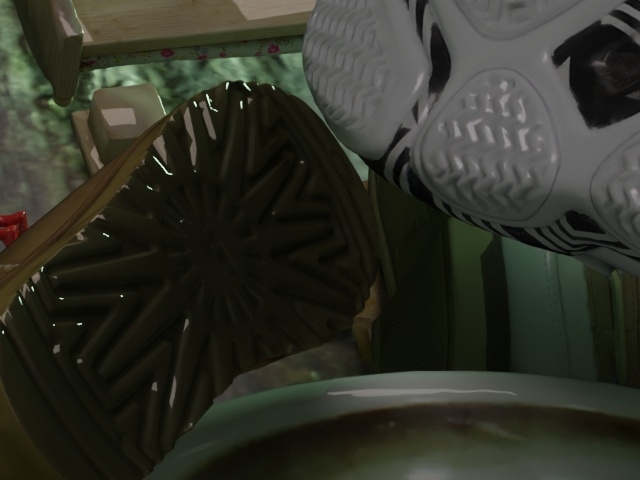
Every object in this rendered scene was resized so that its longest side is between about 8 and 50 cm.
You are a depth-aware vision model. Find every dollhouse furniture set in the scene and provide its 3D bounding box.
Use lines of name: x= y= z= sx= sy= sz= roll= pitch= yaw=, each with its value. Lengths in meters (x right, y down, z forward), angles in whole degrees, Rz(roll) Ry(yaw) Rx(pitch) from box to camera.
dollhouse furniture set: x=-0.048 y=-0.154 z=1.179 sx=0.303 sy=0.174 sz=0.355 roll=-8 pitch=56 yaw=-21

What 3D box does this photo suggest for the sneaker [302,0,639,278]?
sneaker: x=0.158 y=-0.007 z=0.717 sx=0.366 sy=0.210 sz=0.137 roll=24 pitch=74 yaw=43

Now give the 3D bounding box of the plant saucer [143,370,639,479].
plant saucer: x=0.066 y=0.185 z=0.554 sx=0.400 sy=0.100 sz=0.400 roll=3 pitch=30 yaw=-2

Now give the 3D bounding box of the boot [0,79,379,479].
boot: x=-0.137 y=0.050 z=0.644 sx=0.269 sy=0.089 sz=0.236 roll=-24 pitch=6 yaw=33

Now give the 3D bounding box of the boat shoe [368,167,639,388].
boat shoe: x=0.087 y=-0.019 z=0.860 sx=0.103 sy=0.113 sz=0.302 roll=17 pitch=55 yaw=-17

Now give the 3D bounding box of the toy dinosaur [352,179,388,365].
toy dinosaur: x=0.000 y=0.000 z=0.915 sx=0.093 sy=0.053 sz=0.183 roll=-20 pitch=38 yaw=-34

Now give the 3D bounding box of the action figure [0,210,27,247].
action figure: x=-0.197 y=0.002 z=0.905 sx=0.115 sy=0.030 sz=0.038 roll=1 pitch=24 yaw=2
